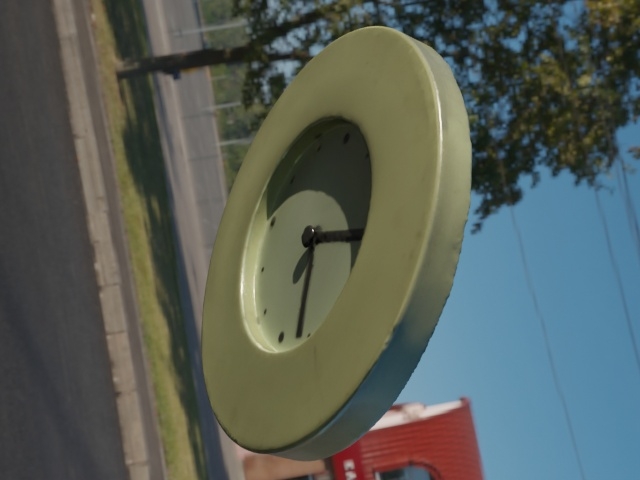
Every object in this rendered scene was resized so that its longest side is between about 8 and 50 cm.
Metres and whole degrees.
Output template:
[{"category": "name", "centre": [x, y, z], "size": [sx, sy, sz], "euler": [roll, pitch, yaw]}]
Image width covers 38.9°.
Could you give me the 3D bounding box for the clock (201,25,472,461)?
[{"category": "clock", "centre": [0.000, 0.000, 0.490], "size": [0.235, 0.029, 0.235], "euler": [-38, -137, 46]}]
